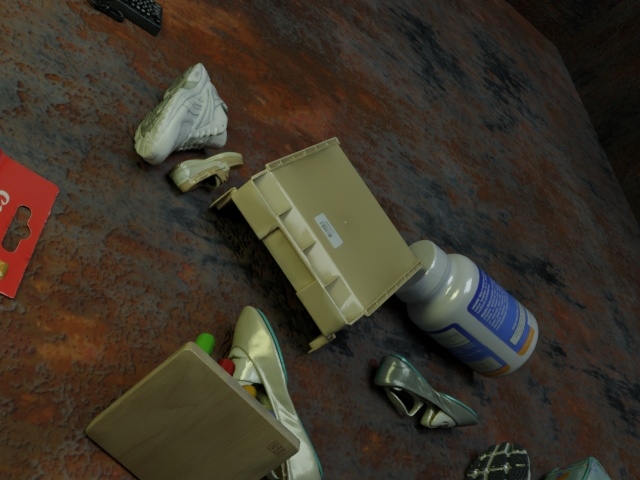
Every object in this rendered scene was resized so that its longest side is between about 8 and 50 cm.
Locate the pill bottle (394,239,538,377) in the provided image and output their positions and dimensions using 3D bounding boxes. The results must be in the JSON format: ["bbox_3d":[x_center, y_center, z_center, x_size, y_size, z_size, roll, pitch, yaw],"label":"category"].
[{"bbox_3d":[0.251,0.119,1.304,0.272,0.152,0.152,39,37,-24],"label":"pill bottle"}]

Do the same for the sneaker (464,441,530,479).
[{"bbox_3d":[0.288,0.448,1.142,0.110,0.107,0.275,57,33,-35],"label":"sneaker"}]

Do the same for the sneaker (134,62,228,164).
[{"bbox_3d":[-0.187,-0.170,1.068,0.115,0.090,0.232,45,35,-21],"label":"sneaker"}]

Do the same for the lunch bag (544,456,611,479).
[{"bbox_3d":[0.459,0.530,1.250,0.279,0.108,0.224,-27,87,-56],"label":"lunch bag"}]

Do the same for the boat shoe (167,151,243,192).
[{"bbox_3d":[-0.163,-0.097,1.072,0.135,0.050,0.045,-21,82,-46],"label":"boat shoe"}]

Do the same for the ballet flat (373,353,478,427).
[{"bbox_3d":[0.166,0.262,1.168,0.213,0.072,0.068,39,64,-22],"label":"ballet flat"}]

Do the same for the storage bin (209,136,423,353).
[{"bbox_3d":[0.000,0.000,1.122,0.262,0.123,0.260,56,34,1],"label":"storage bin"}]

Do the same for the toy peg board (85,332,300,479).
[{"bbox_3d":[-0.129,0.190,0.776,0.160,0.161,0.079,46,20,-14],"label":"toy peg board"}]

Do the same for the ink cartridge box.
[{"bbox_3d":[-0.387,-0.067,0.760,0.225,0.056,0.180,33,40,-28],"label":"ink cartridge box"}]

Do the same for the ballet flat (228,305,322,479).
[{"bbox_3d":[-0.073,0.202,0.903,0.086,0.086,0.248,-4,65,-52],"label":"ballet flat"}]

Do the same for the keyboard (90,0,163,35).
[{"bbox_3d":[-0.327,-0.390,1.139,0.180,0.023,0.108,28,42,-33],"label":"keyboard"}]
